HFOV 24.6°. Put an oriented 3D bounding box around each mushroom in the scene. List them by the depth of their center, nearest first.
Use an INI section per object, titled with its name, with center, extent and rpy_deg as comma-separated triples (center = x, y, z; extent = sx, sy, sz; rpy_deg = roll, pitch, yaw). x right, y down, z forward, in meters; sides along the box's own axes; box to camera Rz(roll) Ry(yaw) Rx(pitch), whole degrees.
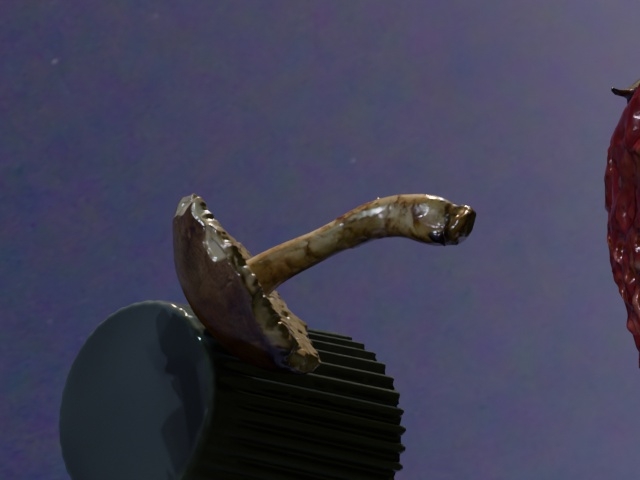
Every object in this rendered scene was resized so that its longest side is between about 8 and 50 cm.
[mushroom]
center = -0.007, 0.031, 1.591
extent = 0.233, 0.302, 0.208
rpy_deg = -115, 23, -60

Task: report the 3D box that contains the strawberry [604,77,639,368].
[strawberry]
center = 0.302, 0.007, 0.827
extent = 0.292, 0.292, 0.310
rpy_deg = -1, -114, -50

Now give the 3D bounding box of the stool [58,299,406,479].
[stool]
center = -0.109, 0.223, 1.762
extent = 0.330, 0.297, 0.297
rpy_deg = 21, -122, -49
